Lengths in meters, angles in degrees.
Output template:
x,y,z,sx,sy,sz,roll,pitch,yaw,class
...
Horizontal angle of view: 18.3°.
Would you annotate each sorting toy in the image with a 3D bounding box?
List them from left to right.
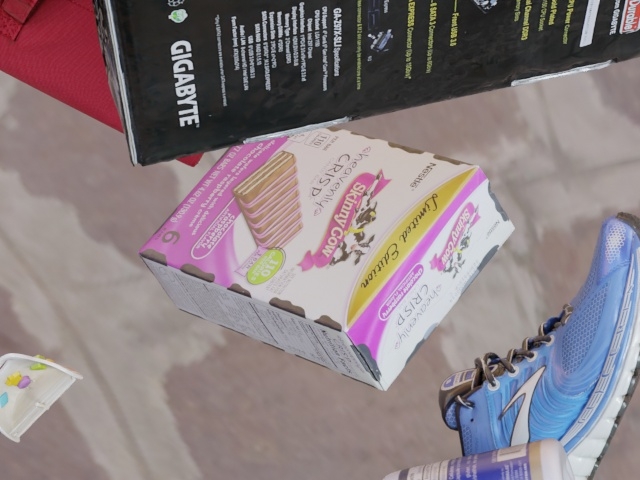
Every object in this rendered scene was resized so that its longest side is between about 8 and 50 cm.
x,y,z,sx,sy,sz,roll,pitch,yaw,class
-0.262,0.124,1.710,0.083,0.075,0.045,-45,57,6,sorting toy

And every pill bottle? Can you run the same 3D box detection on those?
x,y,z,sx,sy,sz,roll,pitch,yaw,class
0.097,0.218,1.462,0.186,0.112,0.112,-14,70,12,pill bottle

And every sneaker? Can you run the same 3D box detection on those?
x,y,z,sx,sy,sz,roll,pitch,yaw,class
0.174,0.124,1.612,0.147,0.130,0.330,26,100,10,sneaker

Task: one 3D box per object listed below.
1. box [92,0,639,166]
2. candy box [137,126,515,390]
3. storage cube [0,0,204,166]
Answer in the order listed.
x,y,z,sx,sy,sz,roll,pitch,yaw,class
0.034,-0.168,0.715,0.257,0.322,0.079,-14,59,-7,box
0.000,0.000,1.430,0.233,0.071,0.159,18,61,44,candy box
-0.103,-0.200,1.263,0.193,0.183,0.215,28,50,-15,storage cube
